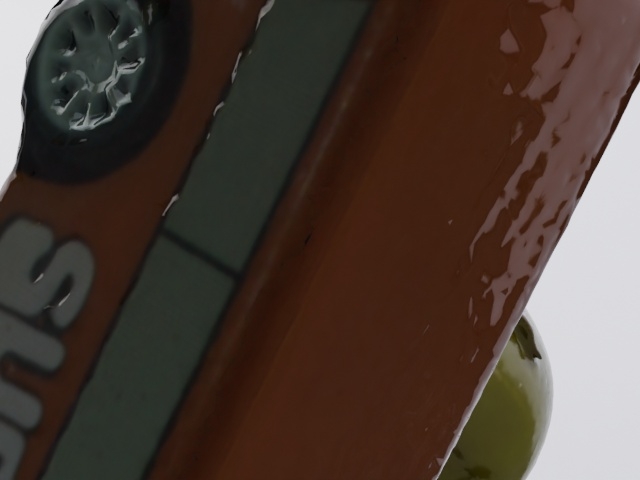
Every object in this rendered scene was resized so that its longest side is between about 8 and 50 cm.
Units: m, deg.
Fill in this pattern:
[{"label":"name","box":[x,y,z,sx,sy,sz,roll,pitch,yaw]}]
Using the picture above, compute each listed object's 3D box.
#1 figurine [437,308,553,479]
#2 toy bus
[{"label":"figurine","box":[0.002,0.004,0.983,0.169,0.327,0.218,-31,-50,-5]},{"label":"toy bus","box":[-0.058,0.090,0.417,0.092,0.409,0.093,30,7,37]}]
